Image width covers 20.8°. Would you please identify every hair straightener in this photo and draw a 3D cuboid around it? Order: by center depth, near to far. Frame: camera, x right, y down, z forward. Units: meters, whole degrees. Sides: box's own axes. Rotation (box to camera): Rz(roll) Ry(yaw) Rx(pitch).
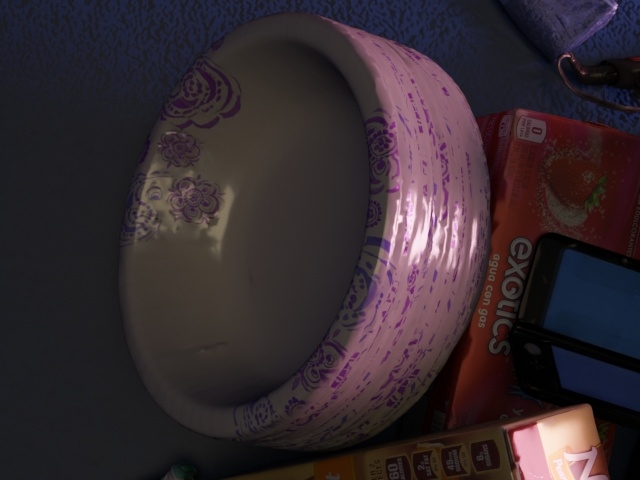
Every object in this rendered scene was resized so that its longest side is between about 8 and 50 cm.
[{"bbox_3d":[0.287,-0.123,1.260,0.230,0.089,0.047,0,112,-4],"label":"hair straightener"}]

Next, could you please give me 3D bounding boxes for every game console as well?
[{"bbox_3d":[0.192,0.063,1.137,0.122,0.107,0.071,18,116,-9],"label":"game console"}]

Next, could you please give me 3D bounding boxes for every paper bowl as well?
[{"bbox_3d":[0.000,0.000,1.170,0.148,0.284,0.284,13,88,-41],"label":"paper bowl"}]

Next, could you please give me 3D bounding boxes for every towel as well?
[{"bbox_3d":[0.159,-0.194,1.286,0.067,0.029,0.119,-39,91,-2],"label":"towel"}]

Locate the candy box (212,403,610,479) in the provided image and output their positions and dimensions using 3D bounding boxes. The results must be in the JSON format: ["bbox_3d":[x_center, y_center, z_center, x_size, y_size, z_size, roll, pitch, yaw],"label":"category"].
[{"bbox_3d":[0.056,0.221,1.125,0.088,0.316,0.182,-8,83,-41],"label":"candy box"}]

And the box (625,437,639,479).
[{"bbox_3d":[0.465,0.208,1.161,0.472,0.297,0.479,20,89,-4],"label":"box"}]

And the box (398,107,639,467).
[{"bbox_3d":[0.148,0.044,1.228,0.123,0.128,0.256,13,88,-10],"label":"box"}]

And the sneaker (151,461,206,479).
[{"bbox_3d":[-0.100,0.246,1.259,0.076,0.065,0.166,-19,88,14],"label":"sneaker"}]
